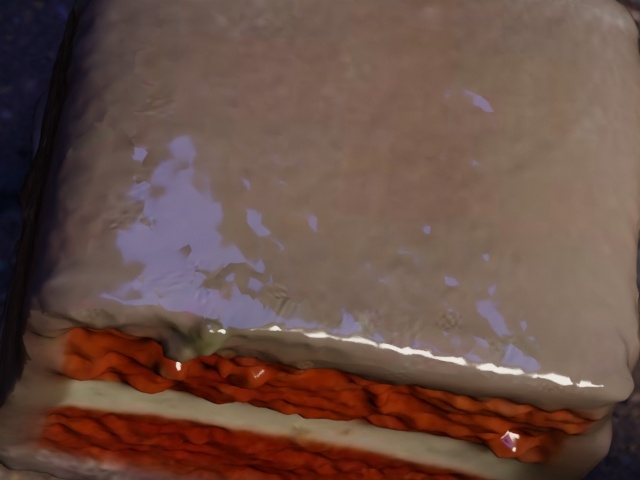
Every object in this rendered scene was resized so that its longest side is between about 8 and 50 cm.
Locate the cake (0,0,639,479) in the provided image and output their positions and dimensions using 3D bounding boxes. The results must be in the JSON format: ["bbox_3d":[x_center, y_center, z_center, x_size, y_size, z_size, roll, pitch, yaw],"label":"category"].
[{"bbox_3d":[0.000,0.000,0.914,0.309,0.237,0.230,8,65,-12],"label":"cake"}]
